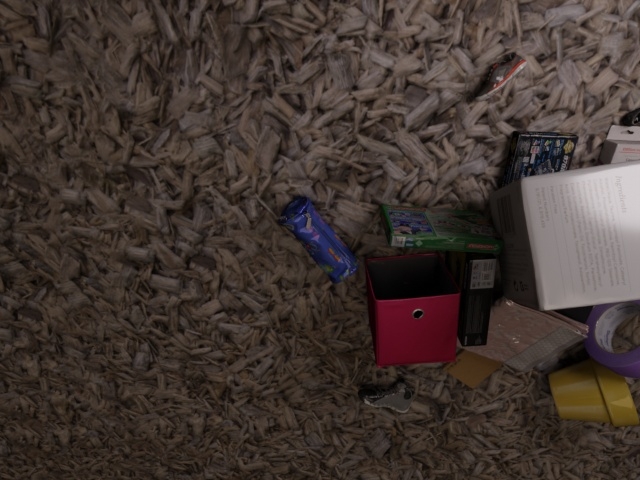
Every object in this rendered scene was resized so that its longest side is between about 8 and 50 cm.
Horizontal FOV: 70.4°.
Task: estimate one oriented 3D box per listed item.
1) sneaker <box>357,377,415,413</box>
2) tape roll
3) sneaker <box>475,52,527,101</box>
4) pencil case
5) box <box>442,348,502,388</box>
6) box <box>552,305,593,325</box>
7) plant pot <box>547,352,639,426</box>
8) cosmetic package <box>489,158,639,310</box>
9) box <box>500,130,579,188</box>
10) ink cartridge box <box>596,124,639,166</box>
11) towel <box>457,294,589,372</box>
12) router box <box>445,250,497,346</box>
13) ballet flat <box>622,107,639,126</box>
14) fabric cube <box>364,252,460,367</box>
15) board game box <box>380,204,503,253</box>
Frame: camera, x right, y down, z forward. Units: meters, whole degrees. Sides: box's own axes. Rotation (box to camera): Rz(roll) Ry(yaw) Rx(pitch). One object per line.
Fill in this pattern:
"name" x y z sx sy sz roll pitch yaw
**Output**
"sneaker" 0.262 0.573 1.735 0.229 0.086 0.132 19 110 -21
"tape roll" 1.018 0.305 1.492 0.090 0.274 0.274 29 112 -14
"sneaker" 0.485 -0.450 1.251 0.158 0.061 0.065 -40 83 16
"pencil case" 0.000 0.000 1.419 0.119 0.133 0.306 -47 112 -15
"box" 0.586 0.457 1.706 0.164 0.021 0.201 34 111 -16
"box" 0.795 0.114 1.458 0.165 0.143 0.270 11 117 7
"plant pot" 0.975 0.547 1.645 0.239 0.254 0.254 -19 116 26
"cosmetic package" 0.699 -0.014 1.185 0.394 0.329 0.327 -8 87 8
"box" 0.648 -0.213 1.360 0.175 0.051 0.220 1 116 -1
"ink cartridge box" 0.898 -0.234 1.342 0.115 0.067 0.198 2 116 0
"towel" 0.654 0.321 1.525 0.317 0.053 0.331 23 138 -7
"router box" 0.458 0.135 1.425 0.081 0.243 0.308 -3 116 1
"ballet flat" 0.952 -0.371 1.285 0.173 0.049 0.057 -30 114 13
"fabric cube" 0.283 0.218 1.455 0.254 0.259 0.258 -4 116 1
"board game box" 0.350 -0.038 1.355 0.318 0.213 0.046 4 116 -2
